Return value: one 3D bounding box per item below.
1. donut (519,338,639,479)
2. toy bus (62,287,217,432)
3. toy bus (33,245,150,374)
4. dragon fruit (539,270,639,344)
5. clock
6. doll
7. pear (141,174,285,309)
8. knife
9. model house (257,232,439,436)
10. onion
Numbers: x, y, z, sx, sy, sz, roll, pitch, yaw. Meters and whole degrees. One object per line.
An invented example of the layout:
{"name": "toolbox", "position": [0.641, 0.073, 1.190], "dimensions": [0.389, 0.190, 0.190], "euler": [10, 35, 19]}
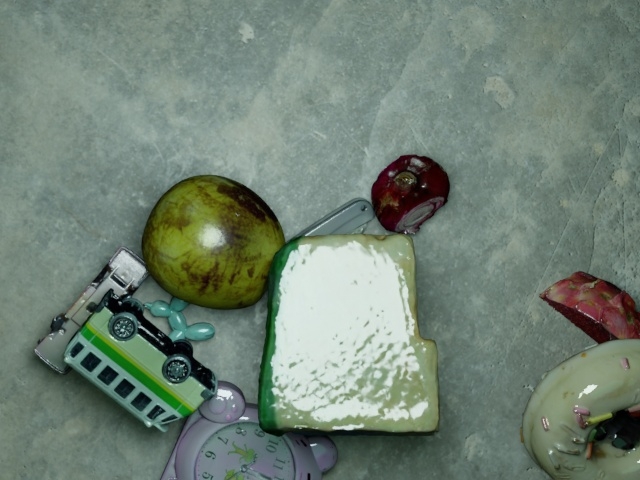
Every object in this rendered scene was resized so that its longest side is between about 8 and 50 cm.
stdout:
{"name": "donut", "position": [0.607, 0.379, 1.792], "dimensions": [0.383, 0.142, 0.382], "euler": [-3, 120, -6]}
{"name": "toy bus", "position": [-0.344, 0.237, 1.664], "dimensions": [0.276, 0.133, 0.164], "euler": [42, 94, -10]}
{"name": "toy bus", "position": [-0.452, 0.135, 1.752], "dimensions": [0.090, 0.112, 0.274], "euler": [40, 86, -4]}
{"name": "dragon fruit", "position": [0.621, 0.157, 1.854], "dimensions": [0.274, 0.161, 0.126], "euler": [39, 88, -3]}
{"name": "clock", "position": [-0.148, 0.467, 1.787], "dimensions": [0.322, 0.113, 0.295], "euler": [24, 87, -7]}
{"name": "doll", "position": [-0.302, 0.188, 1.797], "dimensions": [0.159, 0.059, 0.159], "euler": [-21, 93, -8]}
{"name": "pear", "position": [-0.204, 0.005, 1.701], "dimensions": [0.284, 0.283, 0.283], "euler": [0, 90, -7]}
{"name": "knife", "position": [-0.002, -0.003, 1.843], "dimensions": [0.266, 0.040, 0.073], "euler": [-31, 104, -6]}
{"name": "model house", "position": [0.058, 0.192, 1.720], "dimensions": [0.335, 0.342, 0.382], "euler": [0, 81, 1]}
{"name": "onion", "position": [0.173, -0.115, 1.794], "dimensions": [0.173, 0.198, 0.135], "euler": [-38, 64, -2]}
